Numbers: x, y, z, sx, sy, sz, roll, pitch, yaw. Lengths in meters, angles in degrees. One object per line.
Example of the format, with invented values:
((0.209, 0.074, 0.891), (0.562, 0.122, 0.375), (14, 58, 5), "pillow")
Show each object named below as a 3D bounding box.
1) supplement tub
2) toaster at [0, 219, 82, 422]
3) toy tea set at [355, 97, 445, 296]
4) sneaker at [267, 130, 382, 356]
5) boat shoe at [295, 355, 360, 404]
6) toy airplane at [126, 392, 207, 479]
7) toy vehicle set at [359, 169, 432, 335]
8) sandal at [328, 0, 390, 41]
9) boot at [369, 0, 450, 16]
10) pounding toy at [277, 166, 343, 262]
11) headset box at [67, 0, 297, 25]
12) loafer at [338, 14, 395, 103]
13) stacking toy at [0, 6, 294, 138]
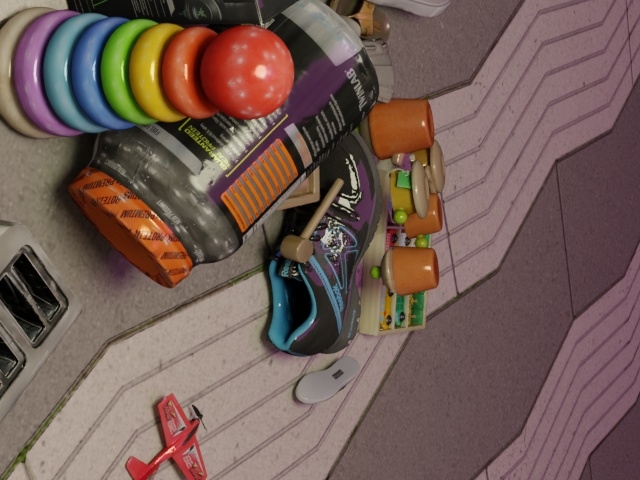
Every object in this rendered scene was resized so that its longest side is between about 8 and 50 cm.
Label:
((-0.110, -0.120, 1.356), (0.338, 0.207, 0.207), (-46, 135, -16), "supplement tub")
((-0.343, 0.073, 1.170), (0.168, 0.110, 0.185), (-59, 140, -35), "toaster")
((0.110, -0.071, 1.788), (0.336, 0.124, 0.200), (-81, 159, -46), "toy tea set")
((0.000, 0.000, 1.677), (0.140, 0.125, 0.340), (-5, 99, -57), "sneaker")
((0.009, 0.220, 1.806), (0.142, 0.049, 0.040), (-23, 153, -48), "boat shoe")
((-0.194, 0.272, 1.513), (0.151, 0.028, 0.151), (-12, 104, -55), "toy airplane")
((0.129, 0.019, 1.964), (0.166, 0.035, 0.266), (-3, 98, -57), "toy vehicle set")
((0.066, -0.332, 1.791), (0.180, 0.049, 0.072), (6, 91, -57), "sandal")
((0.152, -0.421, 1.823), (0.258, 0.095, 0.123), (-11, 145, -55), "boot")
((-0.059, -0.075, 1.593), (0.181, 0.094, 0.206), (-15, 109, -50), "pounding toy")
((-0.108, -0.339, 1.303), (0.246, 0.283, 0.131), (-45, 131, -45), "headset box")
((0.008, -0.262, 1.667), (0.319, 0.112, 0.111), (3, 88, -63), "loafer")
((-0.172, -0.163, 1.190), (0.141, 0.330, 0.141), (-16, 109, -55), "stacking toy")
